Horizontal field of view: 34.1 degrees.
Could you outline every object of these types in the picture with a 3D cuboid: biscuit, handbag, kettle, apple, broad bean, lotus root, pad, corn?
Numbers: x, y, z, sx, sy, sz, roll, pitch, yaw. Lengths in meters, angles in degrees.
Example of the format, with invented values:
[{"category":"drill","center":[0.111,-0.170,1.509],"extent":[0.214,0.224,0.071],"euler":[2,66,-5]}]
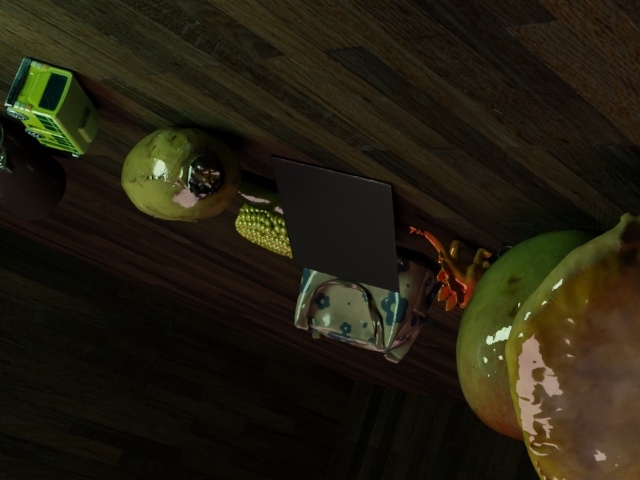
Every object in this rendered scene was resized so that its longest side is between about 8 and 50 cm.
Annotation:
[{"category":"biscuit","center":[0.428,0.144,1.250],"extent":[0.429,0.104,0.446],"euler":[-24,120,13]},{"category":"handbag","center":[0.081,0.112,1.988],"extent":[0.251,0.193,0.190],"euler":[14,171,21]},{"category":"kettle","center":[-0.615,-0.164,2.002],"extent":[0.202,0.144,0.232],"euler":[47,174,26]},{"category":"apple","center":[0.360,0.145,1.502],"extent":[0.338,0.305,0.338],"euler":[10,175,1]},{"category":"broad bean","center":[-0.046,-0.058,1.775],"extent":[0.254,0.046,0.065],"euler":[18,153,-7]},{"category":"lotus root","center":[-0.214,-0.102,1.610],"extent":[0.160,0.146,0.284],"euler":[2,-178,-23]},{"category":"pad","center":[0.029,-0.021,1.691],"extent":[0.202,0.005,0.300],"euler":[15,148,18]},{"category":"corn","center":[0.000,0.000,1.844],"extent":[0.310,0.101,0.101],"euler":[18,168,5]}]

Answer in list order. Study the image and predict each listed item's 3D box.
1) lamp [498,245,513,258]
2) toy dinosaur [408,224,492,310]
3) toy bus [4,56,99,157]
[{"category":"lamp","center":[0.342,0.042,1.684],"extent":[0.121,0.041,0.054],"euler":[21,176,3]},{"category":"toy dinosaur","center":[0.241,0.066,1.733],"extent":[0.288,0.117,0.070],"euler":[24,167,-37]},{"category":"toy bus","center":[-0.402,-0.198,1.587],"extent":[0.101,0.088,0.175],"euler":[15,166,7]}]
